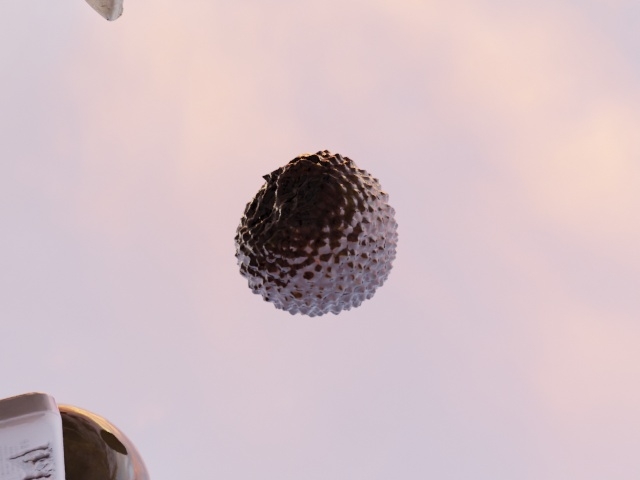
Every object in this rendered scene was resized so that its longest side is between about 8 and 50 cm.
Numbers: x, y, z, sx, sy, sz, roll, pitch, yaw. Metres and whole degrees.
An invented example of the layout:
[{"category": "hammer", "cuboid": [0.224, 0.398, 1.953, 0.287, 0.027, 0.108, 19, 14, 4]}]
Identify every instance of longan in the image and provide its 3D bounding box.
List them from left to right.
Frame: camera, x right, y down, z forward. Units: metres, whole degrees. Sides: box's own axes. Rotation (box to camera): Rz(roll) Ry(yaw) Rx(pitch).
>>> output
[{"category": "longan", "cuboid": [-0.250, 0.248, 1.776, 0.159, 0.204, 0.185, -46, -117, 9]}]

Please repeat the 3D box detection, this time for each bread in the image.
[{"category": "bread", "cuboid": [-0.271, -0.318, 2.202, 0.035, 0.083, 0.070, -31, -123, -33]}]

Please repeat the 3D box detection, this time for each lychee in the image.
[{"category": "lychee", "cuboid": [0.000, 0.000, 1.924, 0.188, 0.188, 0.188, -18, -151, 10]}]

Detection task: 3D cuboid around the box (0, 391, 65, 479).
[{"category": "box", "cuboid": [-0.336, 0.191, 1.348, 0.285, 0.142, 0.044, -13, -123, -15]}]
